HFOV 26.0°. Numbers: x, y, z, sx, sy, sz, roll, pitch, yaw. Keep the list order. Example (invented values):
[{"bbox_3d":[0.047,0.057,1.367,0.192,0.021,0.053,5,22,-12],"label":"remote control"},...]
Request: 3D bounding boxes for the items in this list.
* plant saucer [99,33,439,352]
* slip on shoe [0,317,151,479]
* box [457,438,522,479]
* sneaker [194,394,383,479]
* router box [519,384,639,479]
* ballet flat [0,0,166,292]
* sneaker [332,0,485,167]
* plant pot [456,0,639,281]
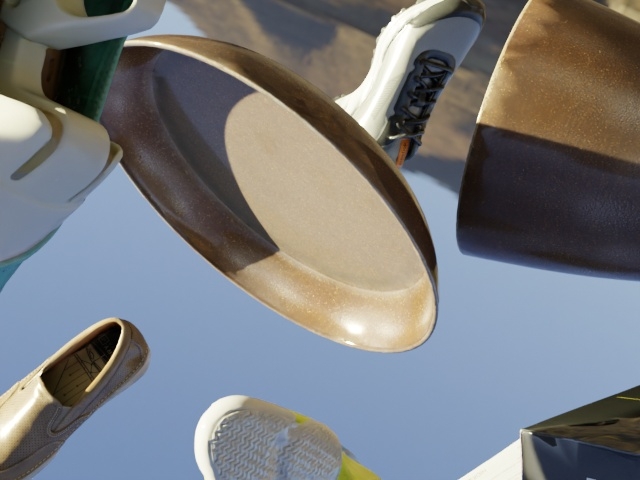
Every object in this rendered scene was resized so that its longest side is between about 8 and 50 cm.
[{"bbox_3d":[-0.034,-0.039,1.004,0.311,0.050,0.310,32,157,16],"label":"plant saucer"},{"bbox_3d":[-0.158,0.095,0.805,0.051,0.135,0.041,49,168,22],"label":"slip on shoe"},{"bbox_3d":[0.185,0.231,1.165,0.101,0.102,0.087,53,-176,-44],"label":"box"},{"bbox_3d":[-0.021,0.174,1.008,0.240,0.091,0.126,44,173,-33],"label":"sneaker"},{"bbox_3d":[0.182,0.086,0.502,0.133,0.046,0.179,-12,-168,-40],"label":"router box"},{"bbox_3d":[-0.098,-0.067,0.468,0.087,0.247,0.083,21,-177,42],"label":"ballet flat"},{"bbox_3d":[0.089,-0.146,1.463,0.100,0.271,0.108,11,-141,-42],"label":"sneaker"},{"bbox_3d":[0.247,-0.056,1.021,0.230,0.215,0.215,19,-170,18],"label":"plant pot"}]
